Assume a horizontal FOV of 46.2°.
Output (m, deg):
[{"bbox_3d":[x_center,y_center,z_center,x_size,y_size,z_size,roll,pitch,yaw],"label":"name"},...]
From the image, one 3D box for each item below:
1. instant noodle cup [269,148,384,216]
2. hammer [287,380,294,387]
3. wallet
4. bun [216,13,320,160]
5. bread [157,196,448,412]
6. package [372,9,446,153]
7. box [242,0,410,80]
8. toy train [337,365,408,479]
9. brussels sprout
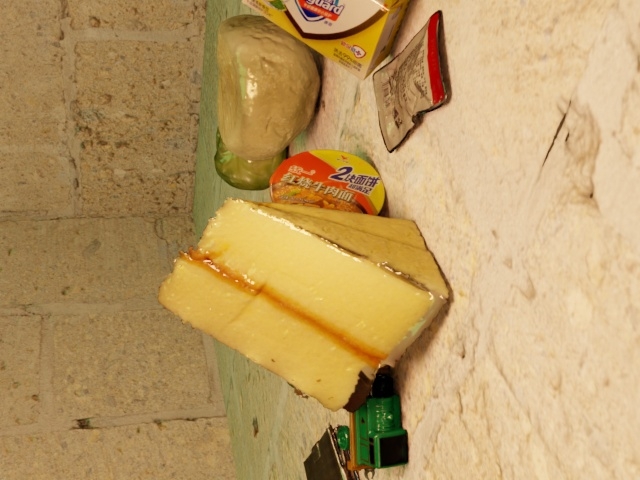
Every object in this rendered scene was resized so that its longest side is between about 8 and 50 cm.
[{"bbox_3d":[0.007,-0.039,1.410,0.174,0.213,0.213,95,164,-50],"label":"instant noodle cup"},{"bbox_3d":[-0.101,0.226,1.981,0.206,0.119,0.335,165,96,-75],"label":"hammer"},{"bbox_3d":[0.021,0.535,1.688,0.317,0.044,0.169,112,148,-58],"label":"wallet"},{"bbox_3d":[-0.120,-0.361,1.737,0.352,0.227,0.348,112,151,-60],"label":"bun"},{"bbox_3d":[-0.058,0.098,1.243,0.242,0.405,0.345,-94,20,-50],"label":"bread"},{"bbox_3d":[0.140,-0.247,1.204,0.239,0.030,0.154,142,126,-70],"label":"package"},{"bbox_3d":[0.009,-0.410,1.242,0.097,0.265,0.168,-51,-8,-32],"label":"box"},{"bbox_3d":[0.096,0.316,1.331,0.136,0.091,0.227,0,91,63],"label":"toy train"},{"bbox_3d":[-0.190,-0.254,2.056,0.244,0.244,0.244,178,90,-74],"label":"brussels sprout"}]
